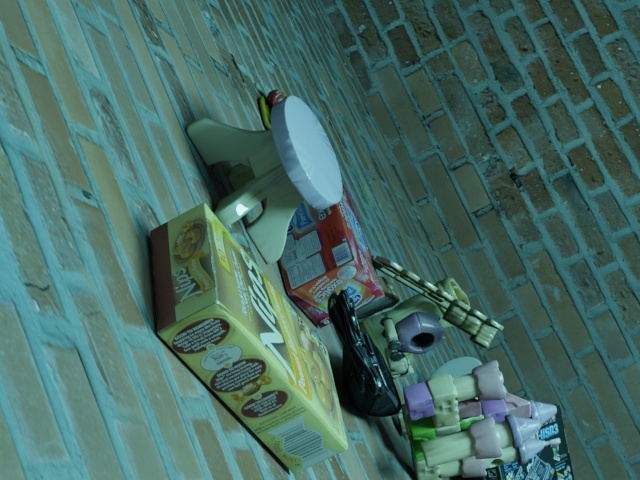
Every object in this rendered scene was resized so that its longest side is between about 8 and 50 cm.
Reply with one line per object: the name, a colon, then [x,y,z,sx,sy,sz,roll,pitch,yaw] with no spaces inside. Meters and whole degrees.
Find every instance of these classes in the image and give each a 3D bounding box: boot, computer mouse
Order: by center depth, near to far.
computer mouse: [0.065,0.208,1.998,0.272,0.072,0.188,60,8,-62]
boot: [0.192,0.163,2.354,0.095,0.203,0.262,62,6,25]

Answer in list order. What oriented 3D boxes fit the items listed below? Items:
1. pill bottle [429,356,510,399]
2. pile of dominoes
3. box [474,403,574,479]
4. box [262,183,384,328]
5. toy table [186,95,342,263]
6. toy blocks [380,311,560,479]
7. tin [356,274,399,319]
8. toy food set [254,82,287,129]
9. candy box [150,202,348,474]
pill bottle: [0.341,0.385,2.619,0.278,0.162,0.162,56,13,-28]
pile of dominoes: [0.184,0.104,2.129,0.251,0.040,0.196,30,-5,0]
box: [0.416,0.495,2.493,0.295,0.073,0.293,-7,83,-54]
box: [0.000,0.000,2.091,0.122,0.128,0.256,50,16,-46]
toy table: [-0.075,-0.104,1.926,0.252,0.161,0.274,62,12,-4]
toy blocks: [0.274,0.293,2.116,0.288,0.260,0.309,79,-4,-46]
tin: [0.082,0.105,2.262,0.040,0.106,0.190,66,13,17]
toy food set: [-0.063,-0.243,2.512,0.128,0.071,0.218,52,15,-42]
candy box: [-0.086,0.125,1.534,0.316,0.088,0.183,53,15,-39]
